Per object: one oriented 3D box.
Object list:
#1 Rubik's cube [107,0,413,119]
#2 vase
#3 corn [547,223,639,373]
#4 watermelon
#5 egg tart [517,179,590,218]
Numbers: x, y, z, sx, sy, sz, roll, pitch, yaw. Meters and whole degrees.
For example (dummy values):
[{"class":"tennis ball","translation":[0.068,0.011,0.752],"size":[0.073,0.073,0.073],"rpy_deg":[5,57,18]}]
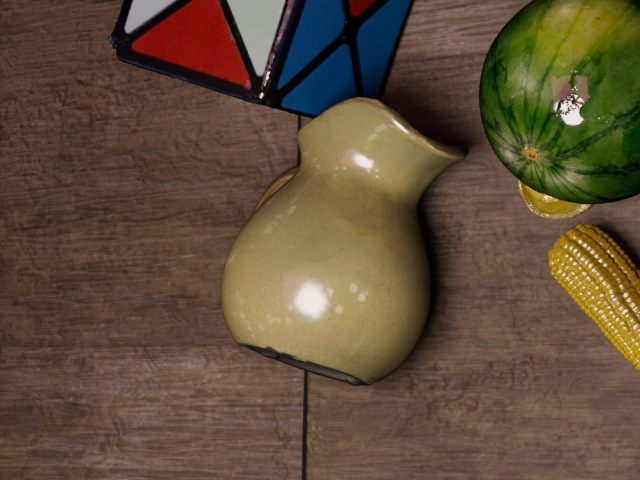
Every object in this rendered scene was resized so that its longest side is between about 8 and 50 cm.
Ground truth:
[{"class":"Rubik's cube","translation":[-0.058,-0.286,2.121],"size":[0.250,0.246,0.248],"rpy_deg":[20,95,32]},{"class":"vase","translation":[0.000,0.000,2.102],"size":[0.329,0.240,0.302],"rpy_deg":[5,76,57]},{"class":"corn","translation":[0.338,0.077,1.950],"size":[0.080,0.080,0.231],"rpy_deg":[-48,64,19]},{"class":"watermelon","translation":[0.290,-0.156,1.906],"size":[0.242,0.242,0.242],"rpy_deg":[-3,85,31]},{"class":"egg tart","translation":[0.265,-0.072,2.029],"size":[0.105,0.039,0.105],"rpy_deg":[-1,88,32]}]
